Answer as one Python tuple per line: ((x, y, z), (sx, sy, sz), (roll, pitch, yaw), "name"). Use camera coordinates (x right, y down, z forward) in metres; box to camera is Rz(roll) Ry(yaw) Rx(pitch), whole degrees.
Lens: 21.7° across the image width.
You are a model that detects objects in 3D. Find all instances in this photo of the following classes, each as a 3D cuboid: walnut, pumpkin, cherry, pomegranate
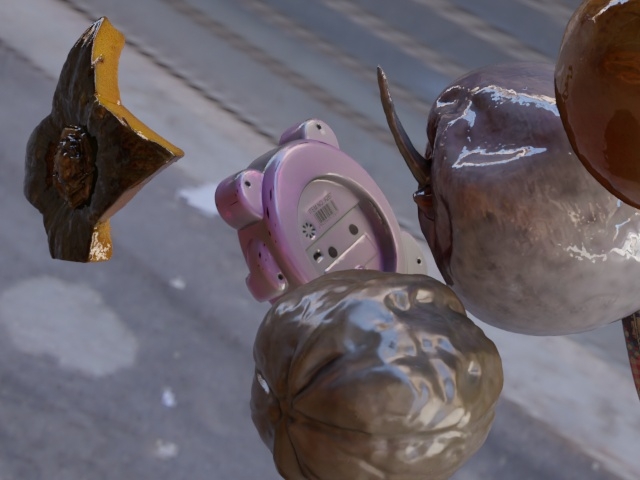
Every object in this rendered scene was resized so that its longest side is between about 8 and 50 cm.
((0.048, 0.121, 1.434), (0.224, 0.224, 0.224), (18, 22, -8), "walnut")
((-0.287, -0.097, 2.064), (0.095, 0.290, 0.258), (3, 47, -33), "pumpkin")
((0.248, -0.049, 1.710), (0.334, 0.291, 0.326), (-4, 3, 24), "cherry")
((0.318, -0.146, 1.452), (0.229, 0.252, 0.270), (54, -18, -25), "pomegranate")

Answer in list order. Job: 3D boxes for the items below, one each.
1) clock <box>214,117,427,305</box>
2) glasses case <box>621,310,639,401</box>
((0.000, 0.000, 1.923), (0.227, 0.090, 0.248), (-42, 103, -44), "clock")
((0.478, 0.115, 2.335), (0.076, 0.327, 0.125), (11, 36, 44), "glasses case")
